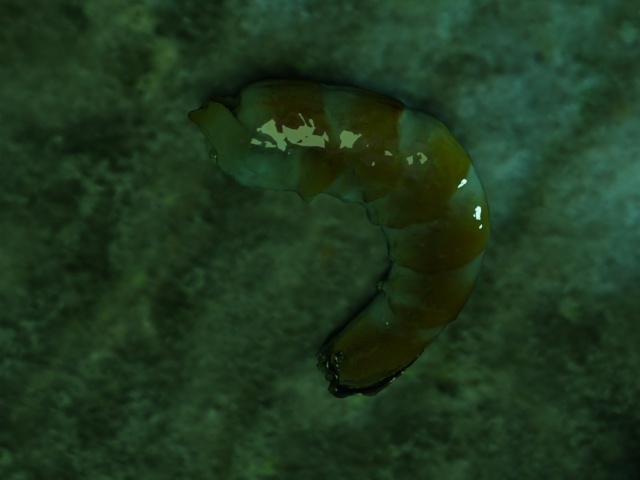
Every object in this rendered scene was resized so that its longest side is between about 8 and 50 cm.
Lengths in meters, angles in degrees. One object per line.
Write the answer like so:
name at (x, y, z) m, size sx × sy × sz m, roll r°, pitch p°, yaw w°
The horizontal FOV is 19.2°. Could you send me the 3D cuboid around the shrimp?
shrimp at (0.000, 0.000, 0.934) m, size 0.161 × 0.049 × 0.166 m, roll 13°, pitch 120°, yaw -9°
